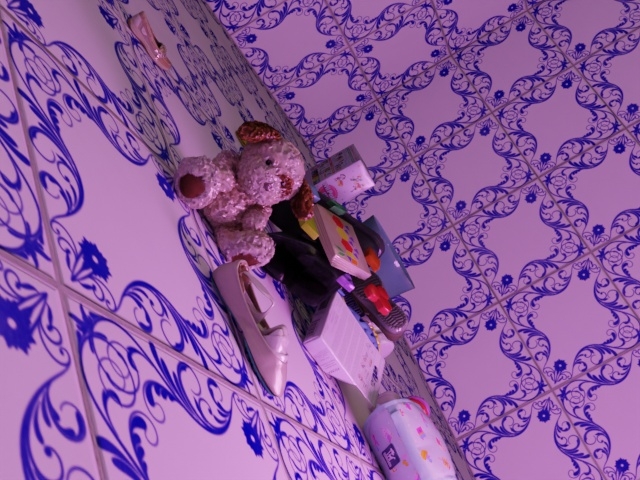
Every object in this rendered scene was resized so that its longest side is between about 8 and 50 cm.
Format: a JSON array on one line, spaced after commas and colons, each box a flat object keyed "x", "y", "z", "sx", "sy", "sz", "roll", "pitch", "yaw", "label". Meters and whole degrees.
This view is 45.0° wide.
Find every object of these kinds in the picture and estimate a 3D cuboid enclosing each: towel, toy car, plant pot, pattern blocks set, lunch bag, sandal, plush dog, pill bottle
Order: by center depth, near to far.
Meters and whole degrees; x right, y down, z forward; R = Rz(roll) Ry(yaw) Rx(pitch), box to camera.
[{"x": -0.134, "y": -0.110, "z": 1.514, "sx": 0.262, "sy": 0.225, "sz": 0.210, "roll": 57, "pitch": 8, "yaw": -25, "label": "plush dog"}, {"x": 0.046, "y": 0.008, "z": 1.787, "sx": 0.285, "sy": 0.026, "sz": 0.325, "roll": 35, "pitch": 26, "yaw": -34, "label": "pattern blocks set"}, {"x": 0.212, "y": 0.495, "z": 1.801, "sx": 0.223, "sy": 0.160, "sz": 0.262, "roll": 65, "pitch": 3, "yaw": 26, "label": "lunch bag"}, {"x": 0.036, "y": 0.195, "z": 1.976, "sx": 0.317, "sy": 0.126, "sz": 0.138, "roll": 54, "pitch": 8, "yaw": 19, "label": "sandal"}, {"x": 0.228, "y": 0.472, "z": 2.074, "sx": 0.159, "sy": 0.136, "sz": 0.182, "roll": 61, "pitch": 7, "yaw": 8, "label": "toy car"}, {"x": 0.095, "y": 0.207, "z": 2.146, "sx": 0.265, "sy": 0.153, "sz": 0.153, "roll": 65, "pitch": 8, "yaw": 31, "label": "pill bottle"}, {"x": -0.223, "y": -0.301, "z": 2.515, "sx": 0.102, "sy": 0.021, "sz": 0.237, "roll": 55, "pitch": 8, "yaw": 3, "label": "towel"}, {"x": 0.154, "y": 0.093, "z": 2.683, "sx": 0.293, "sy": 0.235, "sz": 0.293, "roll": 59, "pitch": 7, "yaw": -12, "label": "plant pot"}]

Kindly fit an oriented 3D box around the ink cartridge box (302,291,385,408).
[{"x": 0.060, "y": 0.263, "z": 1.825, "sx": 0.232, "sy": 0.066, "sz": 0.189, "roll": 59, "pitch": 26, "yaw": -20, "label": "ink cartridge box"}]

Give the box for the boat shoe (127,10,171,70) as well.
[{"x": -0.398, "y": -0.475, "z": 1.847, "sx": 0.153, "sy": 0.048, "sz": 0.056, "roll": 55, "pitch": 9, "yaw": -33, "label": "boat shoe"}]

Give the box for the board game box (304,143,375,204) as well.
[{"x": 0.000, "y": -0.158, "z": 2.327, "sx": 0.097, "sy": 0.303, "sz": 0.224, "roll": 58, "pitch": 8, "yaw": -18, "label": "board game box"}]

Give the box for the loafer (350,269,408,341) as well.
[{"x": 0.141, "y": 0.174, "z": 2.039, "sx": 0.087, "sy": 0.094, "sz": 0.251, "roll": 90, "pitch": -24, "yaw": -43, "label": "loafer"}]

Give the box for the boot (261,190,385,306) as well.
[{"x": -0.059, "y": -0.004, "z": 1.933, "sx": 0.367, "sy": 0.146, "sz": 0.445, "roll": 25, "pitch": 20, "yaw": 15, "label": "boot"}]

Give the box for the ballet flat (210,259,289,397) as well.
[{"x": -0.102, "y": 0.143, "z": 1.314, "sx": 0.248, "sy": 0.086, "sz": 0.086, "roll": 61, "pitch": 7, "yaw": 6, "label": "ballet flat"}]
